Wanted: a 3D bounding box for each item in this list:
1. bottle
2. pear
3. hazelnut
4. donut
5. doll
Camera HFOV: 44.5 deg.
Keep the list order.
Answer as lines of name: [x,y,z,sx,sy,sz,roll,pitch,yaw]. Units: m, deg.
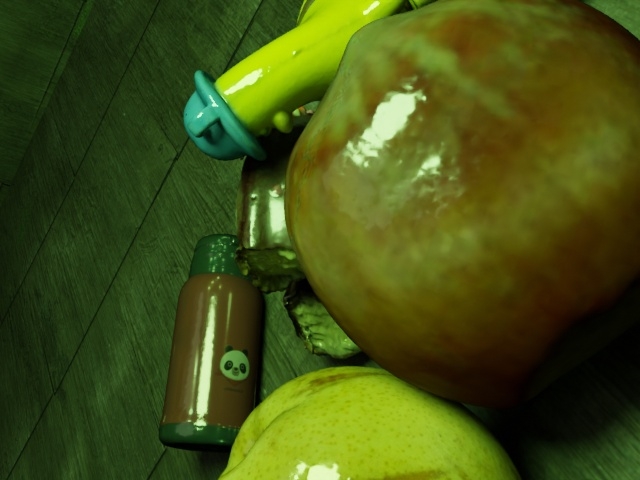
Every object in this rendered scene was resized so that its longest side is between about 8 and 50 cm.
bottle: [-0.158,0.153,1.219,0.144,0.144,0.335,-19,59,47]
pear: [0.047,0.274,0.751,0.314,0.314,0.314,-24,57,45]
hazelnut: [0.155,-0.036,0.713,0.366,0.366,0.365,-24,57,45]
donut: [0.001,-0.022,0.968,0.136,0.345,0.259,-2,59,13]
doll: [0.006,-0.194,0.810,0.145,0.363,0.199,52,148,3]
